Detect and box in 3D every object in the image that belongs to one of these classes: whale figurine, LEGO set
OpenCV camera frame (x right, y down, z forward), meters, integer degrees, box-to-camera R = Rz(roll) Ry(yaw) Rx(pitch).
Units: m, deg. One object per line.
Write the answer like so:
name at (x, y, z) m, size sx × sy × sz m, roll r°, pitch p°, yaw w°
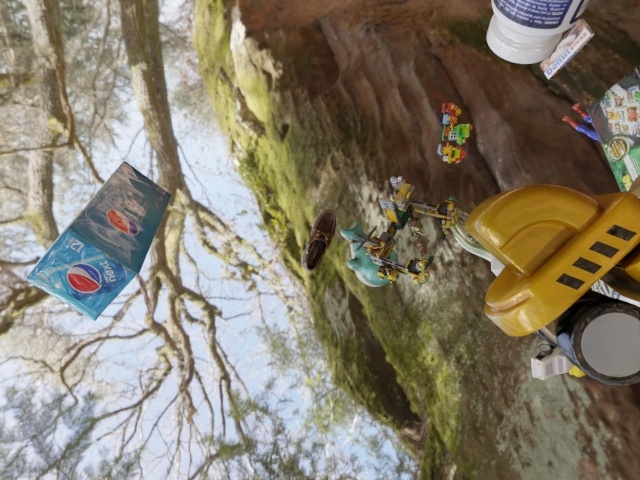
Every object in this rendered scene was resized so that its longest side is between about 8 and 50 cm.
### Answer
whale figurine at (0.196, 0.044, 1.796) m, size 0.216 × 0.141 × 0.271 m, roll -28°, pitch -96°, yaw -34°
LEGO set at (0.267, -0.045, 1.416) m, size 0.255 × 0.192 × 0.331 m, roll 28°, pitch -106°, yaw 34°

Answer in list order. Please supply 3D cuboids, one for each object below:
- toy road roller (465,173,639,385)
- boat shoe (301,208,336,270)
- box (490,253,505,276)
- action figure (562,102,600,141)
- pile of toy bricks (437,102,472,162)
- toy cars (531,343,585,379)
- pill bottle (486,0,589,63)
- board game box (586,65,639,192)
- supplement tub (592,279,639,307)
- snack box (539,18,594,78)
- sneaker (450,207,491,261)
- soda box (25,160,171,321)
toy road roller at (0.338, -0.010, 0.575) m, size 0.241 × 0.329 × 0.202 m, roll 43°, pitch -172°, yaw 5°
boat shoe at (0.000, 0.000, 1.448) m, size 0.073 × 0.206 × 0.073 m, roll 19°, pitch 179°, yaw -7°
box at (0.589, 0.033, 1.338) m, size 0.171 × 0.091 × 0.129 m, roll -10°, pitch -118°, yaw 33°
action figure at (1.040, -0.386, 1.694) m, size 0.281 × 0.091 × 0.139 m, roll 34°, pitch -165°, yaw -7°
pile of toy bricks at (0.493, -0.392, 1.664) m, size 0.105 × 0.212 × 0.118 m, roll 6°, pitch 177°, yaw 34°
toy cars at (0.761, 0.332, 1.347) m, size 0.394 × 0.176 × 0.087 m, roll 9°, pitch -166°, yaw -35°
pill bottle at (0.367, -0.429, 0.742) m, size 0.154 × 0.264 × 0.153 m, roll 0°, pitch -117°, yaw 1°
board game box at (0.637, -0.203, 0.931) m, size 0.031 × 0.136 × 0.259 m, roll 2°, pitch -114°, yaw -20°
supplement tub at (0.862, 0.144, 1.181) m, size 0.236 × 0.235 × 0.325 m, roll 16°, pitch -163°, yaw 10°
snack box at (0.764, -0.592, 1.446) m, size 0.022 × 0.178 × 0.064 m, roll -11°, pitch -113°, yaw -23°
sneaker at (0.647, -0.015, 1.668) m, size 0.411 × 0.182 × 0.158 m, roll 35°, pitch -140°, yaw -5°
soda box at (-0.221, -0.012, 0.494) m, size 0.071 × 0.067 × 0.210 m, roll 40°, pitch -167°, yaw -23°
